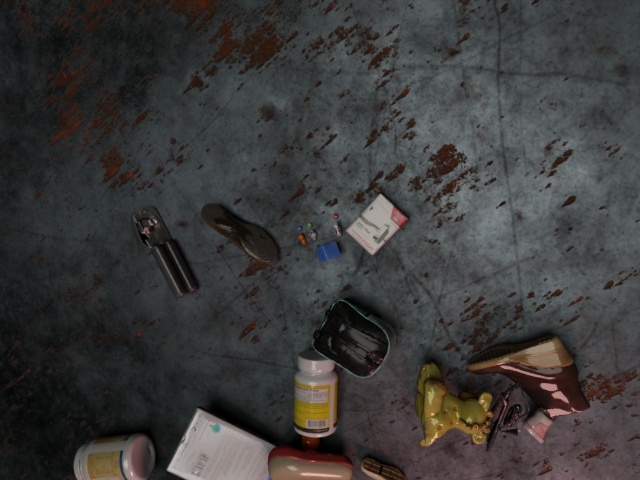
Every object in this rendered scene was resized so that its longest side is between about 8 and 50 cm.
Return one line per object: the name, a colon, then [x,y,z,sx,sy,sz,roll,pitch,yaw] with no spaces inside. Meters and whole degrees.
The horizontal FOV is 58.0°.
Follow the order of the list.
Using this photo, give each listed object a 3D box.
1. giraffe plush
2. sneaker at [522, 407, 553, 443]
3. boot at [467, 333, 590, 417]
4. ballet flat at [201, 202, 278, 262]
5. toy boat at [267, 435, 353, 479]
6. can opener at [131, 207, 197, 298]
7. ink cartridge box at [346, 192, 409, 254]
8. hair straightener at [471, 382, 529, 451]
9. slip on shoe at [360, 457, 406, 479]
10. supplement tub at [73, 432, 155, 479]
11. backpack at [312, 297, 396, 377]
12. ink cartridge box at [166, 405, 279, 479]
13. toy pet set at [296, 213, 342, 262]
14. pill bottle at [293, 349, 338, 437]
giraffe plush: [0.336,0.419,1.441,0.171,0.210,0.181,3,132,1]
sneaker: [0.544,0.455,1.423,0.070,0.134,0.051,-46,51,0]
boot: [0.513,0.355,1.432,0.249,0.090,0.206,-21,98,25]
ballet flat: [-0.226,-0.017,1.606,0.250,0.058,0.084,32,68,4]
toy boat: [-0.030,0.593,1.580,0.231,0.151,0.151,12,135,-19]
can opener: [-0.460,0.037,1.673,0.095,0.076,0.283,-28,89,48]
ink cartridge box: [0.148,-0.042,1.499,0.099,0.056,0.135,43,104,6]
hair straightener: [0.462,0.448,1.447,0.089,0.047,0.230,24,118,10]
slip on shoe: [0.170,0.642,1.579,0.136,0.051,0.041,22,141,3]
supplement tub: [-0.616,0.660,1.732,0.200,0.144,0.144,-11,93,16]
backpack: [0.098,0.256,1.496,0.189,0.144,0.165,32,97,24]
ink cartridge box: [-0.248,0.618,1.621,0.311,0.065,0.185,27,79,-1]
toy pet set: [0.000,0.000,1.538,0.122,0.065,0.114,-19,91,16]
pill bottle: [-0.012,0.409,1.559,0.119,0.119,0.208,3,96,14]
